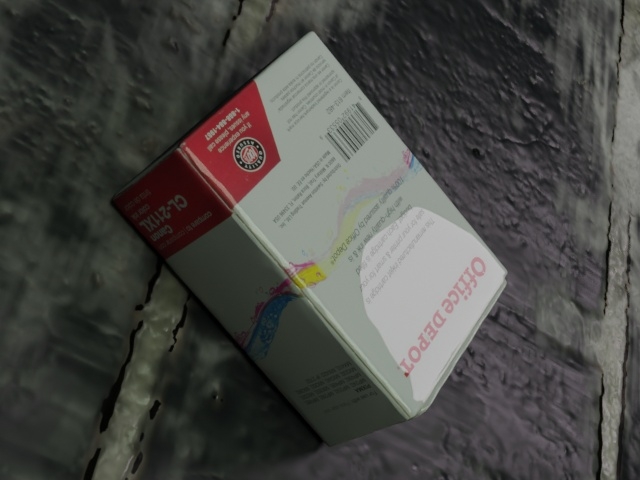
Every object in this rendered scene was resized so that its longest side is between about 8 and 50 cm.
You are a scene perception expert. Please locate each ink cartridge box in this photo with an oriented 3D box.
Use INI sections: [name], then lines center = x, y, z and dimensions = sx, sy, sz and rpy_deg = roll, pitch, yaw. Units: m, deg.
[ink cartridge box]
center = 0.000, 0.000, 0.592
dimensions = 0.175, 0.072, 0.127
rpy_deg = 50, 46, -9
